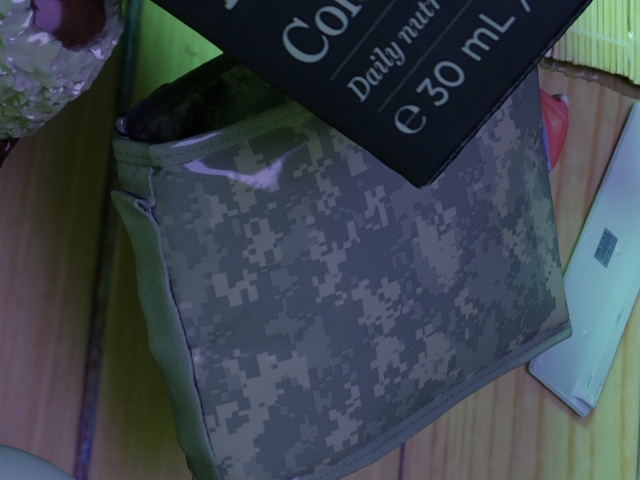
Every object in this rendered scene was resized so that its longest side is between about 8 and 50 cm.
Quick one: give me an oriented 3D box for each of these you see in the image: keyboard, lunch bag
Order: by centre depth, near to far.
[{"bbox_3d":[0.000,0.000,1.036,0.287,0.169,0.235,-27,117,-37],"label":"lunch bag"},{"bbox_3d":[0.229,0.011,1.342,0.072,0.014,0.256,37,63,-24],"label":"keyboard"}]

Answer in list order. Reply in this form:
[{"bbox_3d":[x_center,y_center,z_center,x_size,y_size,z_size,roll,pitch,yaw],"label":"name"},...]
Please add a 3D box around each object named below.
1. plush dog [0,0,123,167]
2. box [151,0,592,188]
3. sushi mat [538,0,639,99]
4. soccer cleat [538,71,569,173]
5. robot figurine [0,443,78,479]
[{"bbox_3d":[-0.231,-0.153,0.917,0.225,0.210,0.262,29,38,-17],"label":"plush dog"},{"bbox_3d":[0.015,-0.371,0.779,0.472,0.480,0.297,34,34,-8],"label":"box"},{"bbox_3d":[0.198,-0.242,1.103,0.151,0.019,0.316,16,69,-35],"label":"sushi mat"},{"bbox_3d":[0.080,-0.108,1.197,0.248,0.083,0.095,30,71,-35],"label":"soccer cleat"},{"bbox_3d":[-0.208,0.236,0.867,0.278,0.173,0.209,-62,144,-26],"label":"robot figurine"}]
